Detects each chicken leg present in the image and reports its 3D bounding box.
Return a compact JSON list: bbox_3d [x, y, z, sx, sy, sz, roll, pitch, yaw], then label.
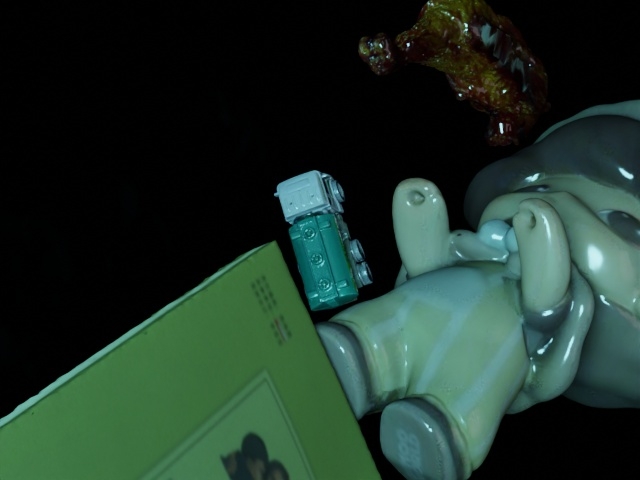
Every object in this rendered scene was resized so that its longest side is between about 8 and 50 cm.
[{"bbox_3d":[0.102,-0.123,1.090,0.219,0.048,0.089,25,67,-52],"label":"chicken leg"}]

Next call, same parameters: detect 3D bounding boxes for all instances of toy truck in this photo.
[{"bbox_3d":[0.000,0.000,0.931,0.044,0.039,0.083,32,40,-71],"label":"toy truck"}]

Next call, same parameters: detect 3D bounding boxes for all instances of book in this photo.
[{"bbox_3d":[-0.065,0.165,0.792,0.352,0.035,0.239,-37,106,-57],"label":"book"}]

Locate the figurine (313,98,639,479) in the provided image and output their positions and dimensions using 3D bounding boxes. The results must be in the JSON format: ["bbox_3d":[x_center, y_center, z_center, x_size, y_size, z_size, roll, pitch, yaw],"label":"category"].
[{"bbox_3d":[0.160,0.036,1.042,0.380,0.248,0.203,-25,120,-39],"label":"figurine"}]
